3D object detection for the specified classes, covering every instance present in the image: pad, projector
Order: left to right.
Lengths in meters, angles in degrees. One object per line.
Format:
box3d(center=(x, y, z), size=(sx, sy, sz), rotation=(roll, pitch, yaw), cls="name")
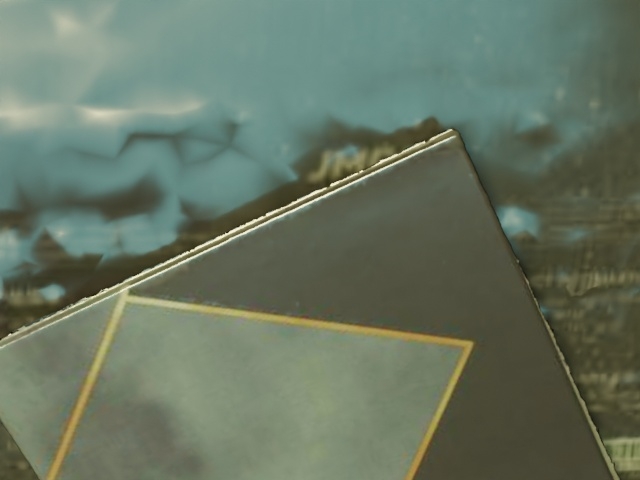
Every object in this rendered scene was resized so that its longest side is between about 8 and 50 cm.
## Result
box3d(center=(0.000, 0.000, 0.467), size=(0.395, 0.242, 0.405), rotation=(-3, 108, -7), cls="projector")
box3d(center=(0.018, 0.102, 0.377), size=(0.164, 0.004, 0.243), rotation=(-26, 110, 4), cls="pad")
